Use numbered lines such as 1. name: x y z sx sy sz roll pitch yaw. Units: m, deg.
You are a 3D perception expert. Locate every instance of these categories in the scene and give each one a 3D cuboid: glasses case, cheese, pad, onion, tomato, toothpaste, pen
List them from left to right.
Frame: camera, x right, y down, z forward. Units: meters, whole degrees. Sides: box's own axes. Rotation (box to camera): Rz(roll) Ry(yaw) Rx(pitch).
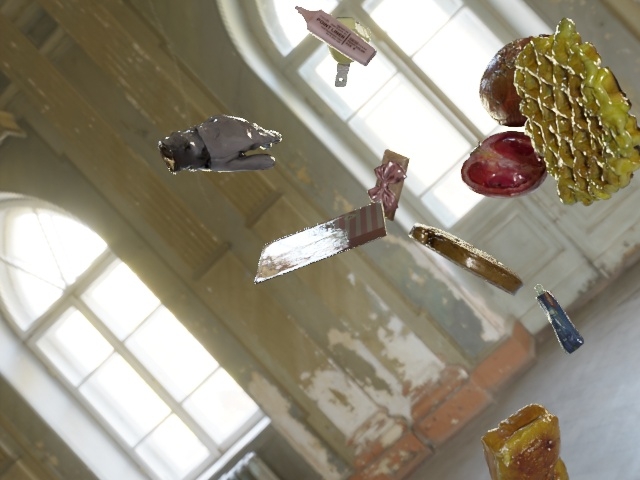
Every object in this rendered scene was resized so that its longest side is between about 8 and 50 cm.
1. pad: 0.000 -0.001 1.511 0.299 0.005 0.202 -20 23 11
2. pen: 0.025 -0.419 1.384 0.053 0.197 0.032 -53 -11 -5
3. cheese: 0.074 -0.538 2.005 0.127 0.050 0.255 -5 -30 -7
4. glasses case: 0.186 -0.147 1.905 0.070 0.102 0.194 -1 -68 -41
5. tomato: 0.408 -0.145 1.502 0.189 0.173 0.099 -46 -36 -13
6. onion: 0.424 -0.351 1.430 0.230 0.163 0.230 -29 35 22
7. toothpaste: 0.264 0.086 0.770 0.019 0.083 0.027 2 -36 -45

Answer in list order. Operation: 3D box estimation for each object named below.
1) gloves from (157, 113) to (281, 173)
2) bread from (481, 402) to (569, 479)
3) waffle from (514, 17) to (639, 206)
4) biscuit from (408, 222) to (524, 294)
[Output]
1. gloves: -0.197 -0.194 1.438 0.285 0.142 0.119 -16 -19 -43
2. bread: 0.349 0.394 1.116 0.139 0.271 0.077 -25 26 -16
3. waffle: 0.327 -0.161 0.910 0.058 0.238 0.243 -23 -8 -7
4. biscuit: 0.400 0.034 1.961 0.070 0.350 0.394 -60 29 3
